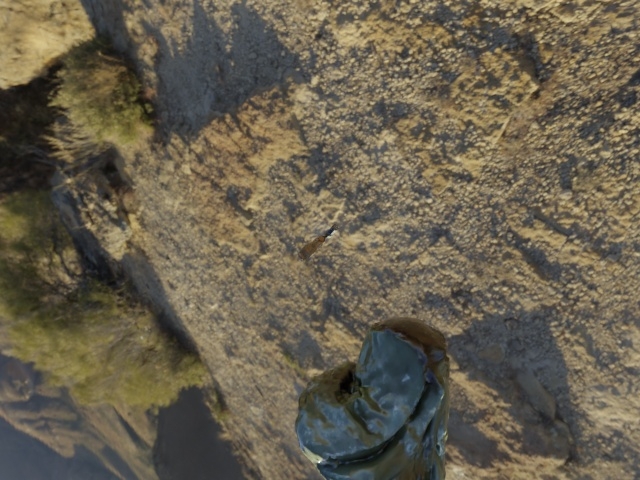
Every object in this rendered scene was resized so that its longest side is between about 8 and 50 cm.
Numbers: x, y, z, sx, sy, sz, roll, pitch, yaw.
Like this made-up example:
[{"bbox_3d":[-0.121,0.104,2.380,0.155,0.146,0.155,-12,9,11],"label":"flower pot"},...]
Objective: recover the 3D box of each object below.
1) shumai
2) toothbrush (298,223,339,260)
[{"bbox_3d":[0.145,0.269,0.769,0.304,0.309,0.263,35,105,3],"label":"shumai"},{"bbox_3d":[-0.002,0.002,0.942,0.023,0.321,0.031,42,107,2],"label":"toothbrush"}]
